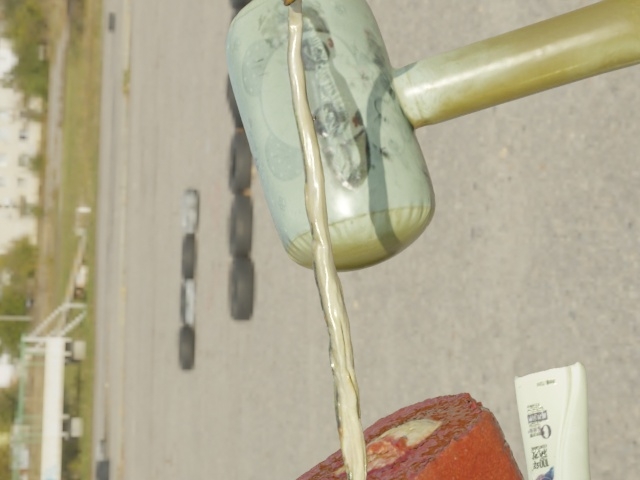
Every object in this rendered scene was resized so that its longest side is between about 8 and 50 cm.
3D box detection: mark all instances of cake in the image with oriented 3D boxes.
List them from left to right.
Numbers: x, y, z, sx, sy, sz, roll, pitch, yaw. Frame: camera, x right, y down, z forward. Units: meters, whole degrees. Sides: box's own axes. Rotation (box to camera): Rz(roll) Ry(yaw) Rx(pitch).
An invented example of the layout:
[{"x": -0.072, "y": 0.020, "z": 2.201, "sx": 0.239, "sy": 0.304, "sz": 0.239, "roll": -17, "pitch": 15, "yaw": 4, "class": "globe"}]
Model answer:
[{"x": 0.078, "y": 0.279, "z": 1.143, "sx": 0.177, "sy": 0.283, "sz": 0.151, "roll": 5, "pitch": 125, "yaw": 56, "class": "cake"}]

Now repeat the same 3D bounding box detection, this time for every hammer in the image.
[{"x": 0.097, "y": -0.109, "z": 0.725, "sx": 0.113, "sy": 0.305, "sz": 0.202, "roll": 47, "pitch": -155, "yaw": -76, "class": "hammer"}]

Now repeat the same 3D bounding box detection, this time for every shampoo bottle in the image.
[{"x": 0.156, "y": 0.151, "z": 0.706, "sx": 0.034, "sy": 0.048, "sz": 0.141, "roll": 42, "pitch": -138, "yaw": -57, "class": "shampoo bottle"}]

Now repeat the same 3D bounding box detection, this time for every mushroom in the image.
[{"x": 0.002, "y": -0.001, "z": 0.546, "sx": 0.028, "sy": 0.025, "sz": 0.286, "roll": -29, "pitch": -66, "yaw": -67, "class": "mushroom"}]
